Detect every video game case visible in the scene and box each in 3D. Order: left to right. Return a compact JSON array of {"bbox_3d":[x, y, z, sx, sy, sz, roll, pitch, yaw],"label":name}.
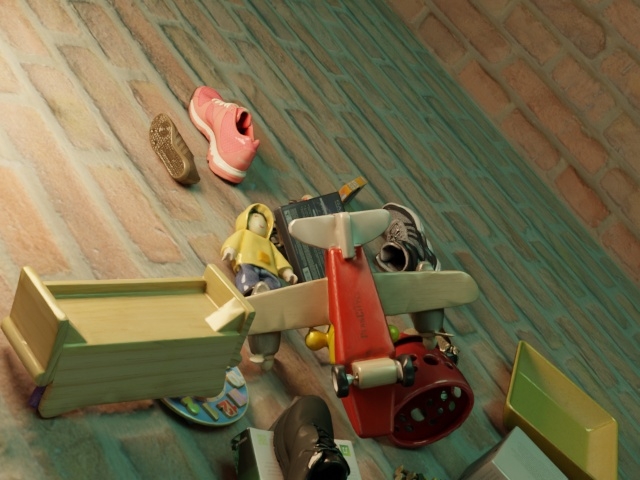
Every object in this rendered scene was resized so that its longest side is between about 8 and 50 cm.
[{"bbox_3d":[0.000,0.000,2.165,0.274,0.026,0.196,-20,92,-60],"label":"video game case"}]

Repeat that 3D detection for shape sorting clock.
[{"bbox_3d":[-0.210,0.232,1.631,0.206,0.040,0.206,31,29,-20],"label":"shape sorting clock"}]

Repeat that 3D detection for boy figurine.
[{"bbox_3d":[-0.124,0.039,1.969,0.177,0.092,0.285,24,35,-25],"label":"boy figurine"}]

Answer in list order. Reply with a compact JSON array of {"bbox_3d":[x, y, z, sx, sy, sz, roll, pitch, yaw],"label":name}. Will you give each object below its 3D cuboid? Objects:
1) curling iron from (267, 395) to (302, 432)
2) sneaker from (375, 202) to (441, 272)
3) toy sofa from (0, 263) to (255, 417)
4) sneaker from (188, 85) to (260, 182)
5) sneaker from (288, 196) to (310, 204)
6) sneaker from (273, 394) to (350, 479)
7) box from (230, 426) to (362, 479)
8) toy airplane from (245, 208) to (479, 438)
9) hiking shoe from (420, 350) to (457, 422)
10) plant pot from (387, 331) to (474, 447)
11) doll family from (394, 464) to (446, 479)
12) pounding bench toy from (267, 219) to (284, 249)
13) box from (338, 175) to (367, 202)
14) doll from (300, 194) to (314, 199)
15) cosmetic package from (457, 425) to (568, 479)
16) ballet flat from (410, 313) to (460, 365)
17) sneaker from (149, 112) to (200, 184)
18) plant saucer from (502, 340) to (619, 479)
[{"bbox_3d":[-0.076,0.353,1.636,0.068,0.035,0.274,42,28,-8],"label":"curling iron"},{"bbox_3d":[0.198,0.001,2.419,0.153,0.101,0.268,13,41,-47],"label":"sneaker"},{"bbox_3d":[-0.299,0.147,1.497,0.363,0.177,0.150,0,32,-41],"label":"toy sofa"},{"bbox_3d":[-0.212,-0.278,2.262,0.116,0.136,0.313,17,36,-41],"label":"sneaker"},{"bbox_3d":[-0.047,-0.035,2.231,0.065,0.061,0.157,0,45,-10],"label":"sneaker"},{"bbox_3d":[-0.006,0.342,1.457,0.109,0.130,0.286,32,34,-20],"label":"sneaker"},{"bbox_3d":[-0.010,0.460,1.502,0.232,0.058,0.321,18,42,-39],"label":"box"},{"bbox_3d":[0.050,0.130,1.784,0.386,0.272,0.384,34,68,7],"label":"toy airplane"},{"bbox_3d":[0.252,0.294,2.054,0.086,0.114,0.226,9,41,-45],"label":"hiking shoe"},{"bbox_3d":[0.185,0.287,1.903,0.191,0.191,0.174,18,30,-38],"label":"plant pot"},{"bbox_3d":[0.202,0.493,1.757,0.111,0.076,0.193,35,33,-21],"label":"doll family"},{"bbox_3d":[-0.115,-0.007,2.094,0.052,0.083,0.065,-15,93,-60],"label":"pounding bench toy"},{"bbox_3d":[0.072,-0.121,2.460,0.028,0.081,0.136,46,28,8],"label":"box"},{"bbox_3d":[0.027,-0.045,2.330,0.189,0.046,0.129,42,26,0],"label":"doll"},{"bbox_3d":[0.364,0.492,1.873,0.151,0.151,0.184,47,27,11],"label":"cosmetic package"},{"bbox_3d":[0.271,0.202,2.272,0.084,0.058,0.249,20,34,-36],"label":"ballet flat"},{"bbox_3d":[-0.321,-0.196,2.103,0.071,0.066,0.188,31,30,-55],"label":"sneaker"},{"bbox_3d":[0.562,0.436,2.288,0.333,0.081,0.332,41,27,-1],"label":"plant saucer"}]
